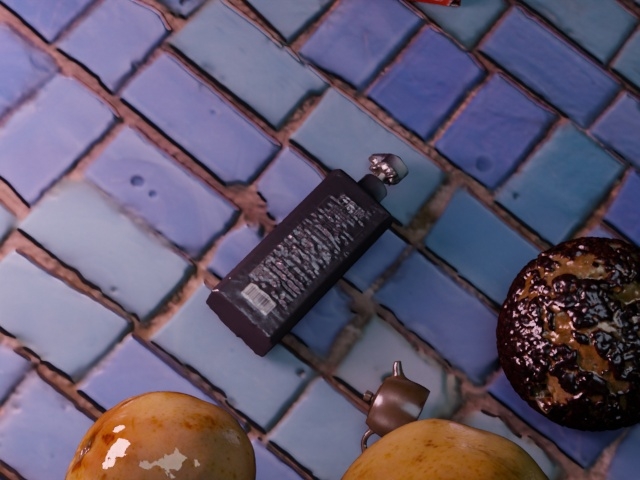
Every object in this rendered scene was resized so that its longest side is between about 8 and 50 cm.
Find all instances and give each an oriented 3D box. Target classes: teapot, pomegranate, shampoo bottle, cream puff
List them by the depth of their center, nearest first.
[{"bbox_3d":[-0.167,0.259,1.635,0.207,0.207,0.207,6,66,-14],"label":"pomegranate"},{"bbox_3d":[0.141,0.329,1.642,0.307,0.307,0.307,6,66,-14],"label":"pomegranate"},{"bbox_3d":[0.079,0.200,1.810,0.068,0.076,0.121,25,92,6],"label":"teapot"},{"bbox_3d":[0.001,0.000,1.869,0.098,0.071,0.309,42,63,5],"label":"shampoo bottle"},{"bbox_3d":[0.333,0.108,1.869,0.239,0.165,0.239,7,67,-16],"label":"cream puff"}]

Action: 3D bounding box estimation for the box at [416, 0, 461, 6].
[{"bbox_3d":[0.082,-0.384,2.074,0.229,0.050,0.123,6,68,-15],"label":"box"}]
